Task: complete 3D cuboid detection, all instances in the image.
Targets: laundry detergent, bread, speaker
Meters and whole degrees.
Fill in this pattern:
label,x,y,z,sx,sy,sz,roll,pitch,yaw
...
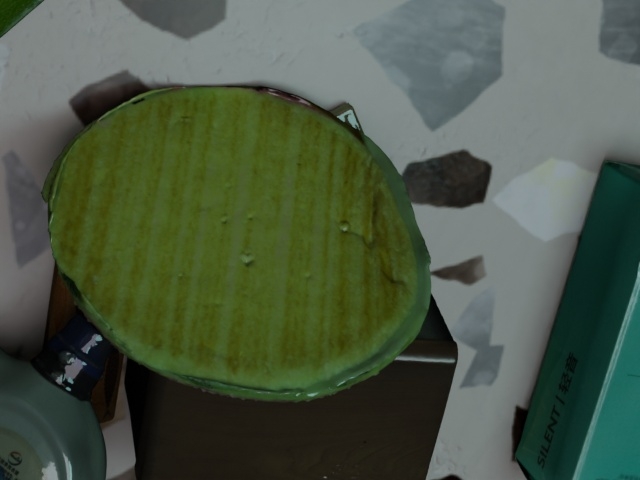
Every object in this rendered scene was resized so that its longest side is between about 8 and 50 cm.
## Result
label,x,y,z,sx,sy,sz,roll,pitch,yaw
laundry detergent,-0.269,0.168,1.194,0.215,0.105,0.280,34,91,14
bread,-0.062,-0.001,1.152,0.301,0.301,0.045,-1,142,-18
speaker,-0.032,0.110,1.232,0.231,0.153,0.192,4,118,-14

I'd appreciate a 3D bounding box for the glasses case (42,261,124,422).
label,x,y,z,sx,sy,sz,roll,pitch,yaw
glasses case,-0.187,0.065,1.246,0.065,0.041,0.169,5,106,-20

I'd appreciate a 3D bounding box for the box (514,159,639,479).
label,x,y,z,sx,sy,sz,roll,pitch,yaw
box,0.319,0.098,1.380,0.205,0.118,0.311,9,105,-18

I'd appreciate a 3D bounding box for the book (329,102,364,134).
label,x,y,z,sx,sy,sz,roll,pitch,yaw
book,0.000,0.000,1.297,0.138,0.016,0.198,-26,115,-7

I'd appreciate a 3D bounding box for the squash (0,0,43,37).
label,x,y,z,sx,sy,sz,roll,pitch,yaw
squash,-0.178,-0.255,1.104,0.379,0.101,0.101,-42,116,-1
